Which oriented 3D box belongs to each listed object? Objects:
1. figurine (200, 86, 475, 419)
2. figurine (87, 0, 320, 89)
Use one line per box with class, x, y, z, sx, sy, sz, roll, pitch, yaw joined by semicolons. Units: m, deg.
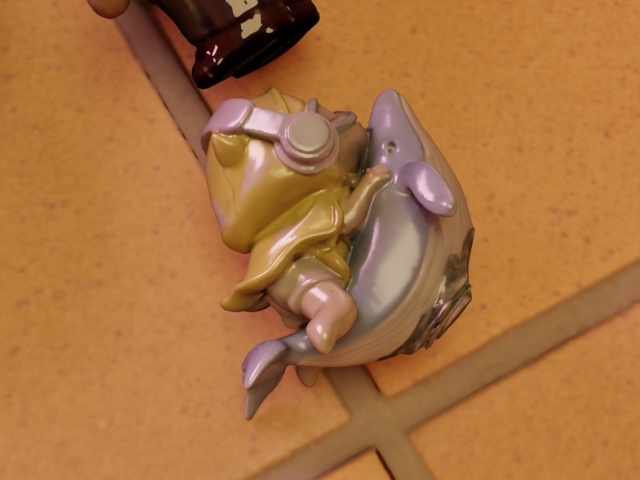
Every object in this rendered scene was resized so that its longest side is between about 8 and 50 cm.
figurine;0.000;0.000;0.688;0.184;0.128;0.208;28;71;7
figurine;-0.154;-0.258;0.749;0.218;0.206;0.365;-34;103;-56
